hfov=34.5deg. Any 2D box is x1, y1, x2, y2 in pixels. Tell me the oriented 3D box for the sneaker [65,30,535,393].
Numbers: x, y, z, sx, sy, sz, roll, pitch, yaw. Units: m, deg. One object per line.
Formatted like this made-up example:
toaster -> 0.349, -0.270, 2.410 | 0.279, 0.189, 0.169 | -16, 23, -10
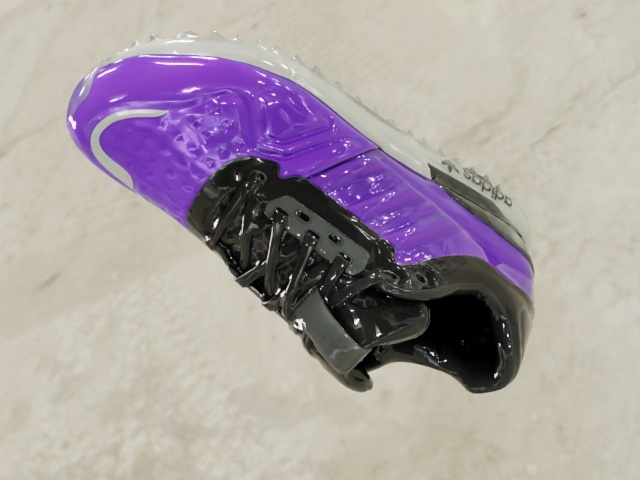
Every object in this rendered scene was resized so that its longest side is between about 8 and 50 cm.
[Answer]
sneaker -> 0.001, 0.000, 0.552 | 0.102, 0.293, 0.146 | -50, 26, 41
